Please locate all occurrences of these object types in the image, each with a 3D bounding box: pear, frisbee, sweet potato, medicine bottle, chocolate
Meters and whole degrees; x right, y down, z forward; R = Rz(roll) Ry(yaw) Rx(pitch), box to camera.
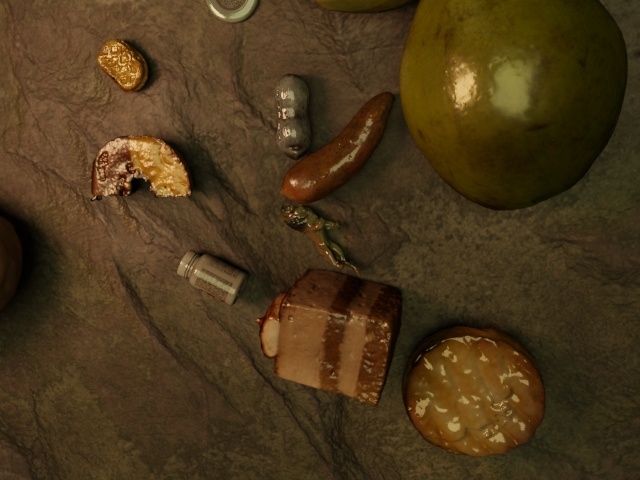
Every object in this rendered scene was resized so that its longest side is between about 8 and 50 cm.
[{"bbox_3d":[0.309,-0.245,0.886,0.351,0.352,0.414,-22,110,13],"label":"pear"},{"bbox_3d":[-0.173,-0.482,1.049,0.110,0.014,0.110,2,105,8],"label":"frisbee"},{"bbox_3d":[0.045,-0.172,1.066,0.291,0.097,0.097,-40,96,7],"label":"sweet potato"},{"bbox_3d":[-0.235,0.078,1.175,0.140,0.079,0.079,27,107,0],"label":"medicine bottle"},{"bbox_3d":[-0.055,-0.243,1.066,0.072,0.072,0.167,-2,104,9],"label":"chocolate"}]

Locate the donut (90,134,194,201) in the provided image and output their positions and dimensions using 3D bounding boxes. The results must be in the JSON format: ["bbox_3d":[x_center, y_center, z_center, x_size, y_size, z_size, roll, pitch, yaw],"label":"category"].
[{"bbox_3d":[-0.365,-0.151,1.130,0.216,0.085,0.141,4,105,7],"label":"donut"}]

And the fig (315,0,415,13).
[{"bbox_3d":[0.089,-0.496,0.921,0.230,0.207,0.208,8,109,42],"label":"fig"}]

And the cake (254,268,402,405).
[{"bbox_3d":[0.014,0.186,1.113,0.292,0.199,0.196,11,111,10],"label":"cake"}]

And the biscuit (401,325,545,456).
[{"bbox_3d":[0.319,0.316,1.146,0.296,0.102,0.297,3,106,11],"label":"biscuit"}]

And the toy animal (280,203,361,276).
[{"bbox_3d":[0.012,-0.007,1.125,0.220,0.069,0.086,47,128,0],"label":"toy animal"}]

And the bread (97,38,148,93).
[{"bbox_3d":[-0.401,-0.357,1.101,0.110,0.044,0.083,44,105,-2],"label":"bread"}]

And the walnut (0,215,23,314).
[{"bbox_3d":[-0.839,0.065,1.138,0.380,0.381,0.382,2,105,8],"label":"walnut"}]
